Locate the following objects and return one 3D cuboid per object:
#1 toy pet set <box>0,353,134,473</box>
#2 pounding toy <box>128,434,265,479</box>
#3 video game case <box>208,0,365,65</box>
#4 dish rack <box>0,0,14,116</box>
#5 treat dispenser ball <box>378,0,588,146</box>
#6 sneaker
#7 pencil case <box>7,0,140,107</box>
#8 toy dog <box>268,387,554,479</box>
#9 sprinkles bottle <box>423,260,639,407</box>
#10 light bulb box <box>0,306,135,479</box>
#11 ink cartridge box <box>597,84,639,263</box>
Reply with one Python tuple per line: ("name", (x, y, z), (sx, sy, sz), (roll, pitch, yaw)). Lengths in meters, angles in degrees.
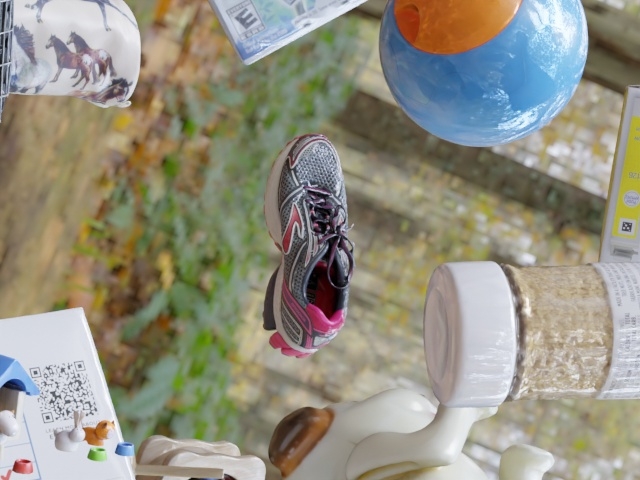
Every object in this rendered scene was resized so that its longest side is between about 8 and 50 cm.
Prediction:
("toy pet set", (-0.216, 0.124, 1.211), (0.122, 0.114, 0.065), (-1, 101, -56))
("pounding toy", (-0.176, 0.357, 2.153), (0.155, 0.269, 0.154), (20, -83, 51))
("video game case", (0.003, -0.371, 1.614), (0.329, 0.300, 0.036), (-28, -143, 0))
("dish rack", (-0.421, -0.192, 1.698), (0.271, 0.074, 0.208), (-30, 132, -61))
("treat dispenser ball", (0.224, -0.273, 2.219), (0.288, 0.288, 0.288), (-158, -90, -87))
("sneaker", (0.000, 0.000, 2.092), (0.112, 0.121, 0.299), (-33, -127, 57))
("pencil case", (-0.452, -0.281, 2.336), (0.160, 0.410, 0.183), (33, -64, 50))
("toy dog", (0.097, 0.339, 1.793), (0.395, 0.284, 0.408), (-49, -145, 17))
("sprinkles bottle", (0.270, 0.076, 1.356), (0.121, 0.355, 0.121), (179, -90, -80))
("light bulb box", (-0.369, 0.289, 1.540), (0.225, 0.358, 0.361), (-47, -124, 52))
("ink cartridge box", (0.389, -0.006, 2.021), (0.303, 0.072, 0.307), (48, 55, -75))
